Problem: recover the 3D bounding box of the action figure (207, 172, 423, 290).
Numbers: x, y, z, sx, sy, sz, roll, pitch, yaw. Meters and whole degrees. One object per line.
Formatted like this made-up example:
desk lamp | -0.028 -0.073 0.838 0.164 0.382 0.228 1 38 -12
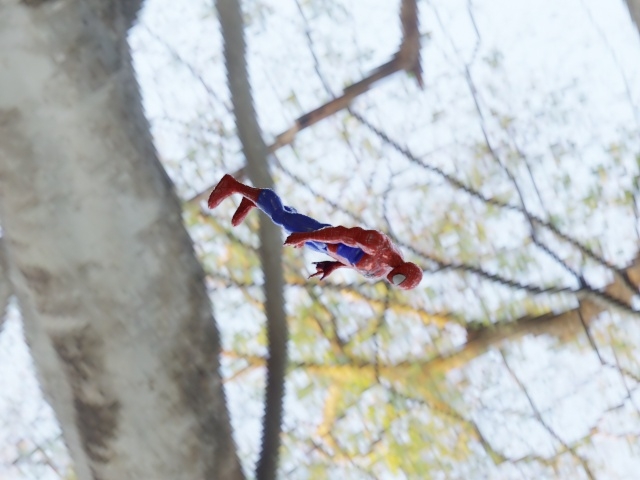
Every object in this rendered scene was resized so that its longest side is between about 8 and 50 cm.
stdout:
action figure | 0.000 0.000 0.832 0.115 0.038 0.030 19 -106 34
